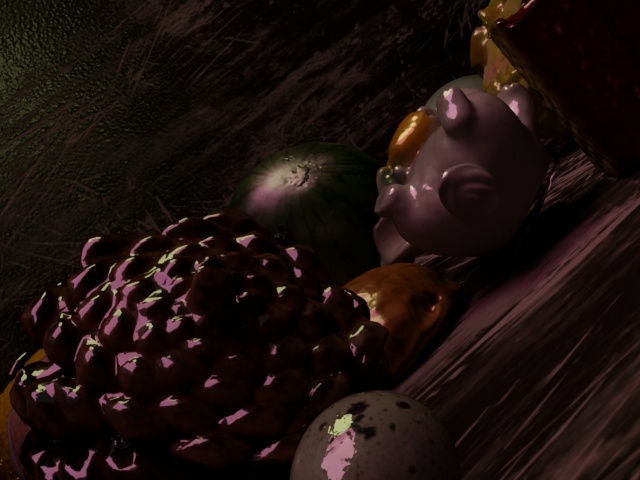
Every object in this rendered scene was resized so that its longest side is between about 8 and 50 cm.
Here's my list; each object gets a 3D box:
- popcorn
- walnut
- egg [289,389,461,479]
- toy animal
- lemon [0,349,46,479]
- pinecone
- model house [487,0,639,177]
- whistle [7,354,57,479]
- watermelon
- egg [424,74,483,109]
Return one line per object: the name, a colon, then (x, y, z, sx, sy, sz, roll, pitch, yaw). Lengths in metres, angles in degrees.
popcorn: (0.320, -0.250, 1.380, 0.259, 0.212, 0.259, -168, 90, -74)
walnut: (0.044, 0.079, 0.988, 0.167, 0.087, 0.211, -41, 1, 34)
egg: (0.027, 0.122, 0.519, 0.085, 0.085, 0.110, -38, 17, 25)
toy animal: (0.135, -0.058, 1.054, 0.208, 0.154, 0.325, -58, -3, -16)
lemon: (-0.324, 0.254, 1.468, 0.320, 0.245, 0.245, -49, 1, 7)
pinecone: (-0.086, 0.109, 0.680, 0.257, 0.243, 0.243, -49, -3, 31)
model house: (0.270, -0.174, 0.969, 0.160, 0.196, 0.254, -43, 3, -22)
whistle: (-0.169, 0.127, 0.923, 0.189, 0.189, 0.348, -38, 25, 21)
watermelon: (-0.001, -0.002, 1.297, 0.242, 0.242, 0.242, -39, 3, 2)
egg: (0.232, -0.163, 1.574, 0.168, 0.168, 0.231, -40, 3, -11)
